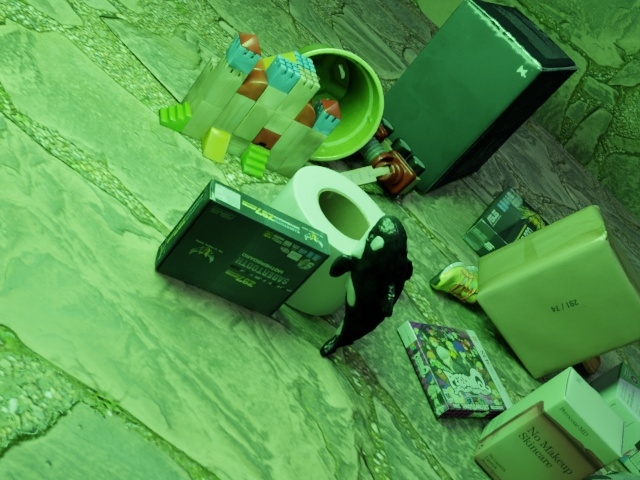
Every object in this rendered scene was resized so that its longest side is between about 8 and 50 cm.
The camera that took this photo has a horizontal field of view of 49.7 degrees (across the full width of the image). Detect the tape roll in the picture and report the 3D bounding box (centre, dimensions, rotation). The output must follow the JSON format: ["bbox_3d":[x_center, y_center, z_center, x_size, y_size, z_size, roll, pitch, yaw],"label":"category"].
[{"bbox_3d":[0.000,0.000,1.339,0.246,0.169,0.246,30,33,-22],"label":"tape roll"}]

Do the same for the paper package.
[{"bbox_3d":[0.577,0.128,1.634,0.309,0.325,0.168,52,28,-18],"label":"paper package"}]

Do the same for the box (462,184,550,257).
[{"bbox_3d":[0.615,0.017,2.084,0.318,0.097,0.395,44,32,7],"label":"box"}]

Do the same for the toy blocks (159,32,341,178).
[{"bbox_3d":[-0.111,-0.296,1.477,0.382,0.261,0.190,20,38,-33],"label":"toy blocks"}]

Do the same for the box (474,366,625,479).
[{"bbox_3d":[0.434,0.380,1.315,0.148,0.232,0.127,46,31,5],"label":"box"}]

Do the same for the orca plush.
[{"bbox_3d":[0.083,0.101,1.196,0.151,0.287,0.102,23,23,-27],"label":"orca plush"}]

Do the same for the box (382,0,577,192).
[{"bbox_3d":[0.449,-0.429,2.058,0.297,0.480,0.472,48,31,10],"label":"box"}]

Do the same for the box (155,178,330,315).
[{"bbox_3d":[-0.129,0.019,1.156,0.233,0.183,0.059,27,36,-27],"label":"box"}]

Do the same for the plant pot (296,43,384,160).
[{"bbox_3d":[0.001,-0.376,1.734,0.276,0.276,0.254,30,23,-21],"label":"plant pot"}]

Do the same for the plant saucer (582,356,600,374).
[{"bbox_3d":[0.720,0.268,1.893,0.200,0.037,0.199,47,30,-37],"label":"plant saucer"}]

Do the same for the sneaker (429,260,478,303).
[{"bbox_3d":[0.347,0.110,1.686,0.209,0.081,0.094,3,52,-47],"label":"sneaker"}]

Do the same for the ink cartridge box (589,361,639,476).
[{"bbox_3d":[0.803,0.475,1.729,0.278,0.117,0.201,48,32,7],"label":"ink cartridge box"}]

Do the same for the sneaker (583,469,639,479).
[{"bbox_3d":[0.642,0.551,1.500,0.272,0.100,0.108,19,15,-29],"label":"sneaker"}]

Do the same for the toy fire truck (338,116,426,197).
[{"bbox_3d":[0.122,-0.210,1.776,0.217,0.158,0.246,55,23,17],"label":"toy fire truck"}]

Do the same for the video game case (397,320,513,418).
[{"bbox_3d":[0.288,0.275,1.458,0.232,0.042,0.210,14,41,-39],"label":"video game case"}]

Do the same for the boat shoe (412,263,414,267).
[{"bbox_3d":[0.078,-0.009,1.512,0.285,0.089,0.104,40,32,-4],"label":"boat shoe"}]
